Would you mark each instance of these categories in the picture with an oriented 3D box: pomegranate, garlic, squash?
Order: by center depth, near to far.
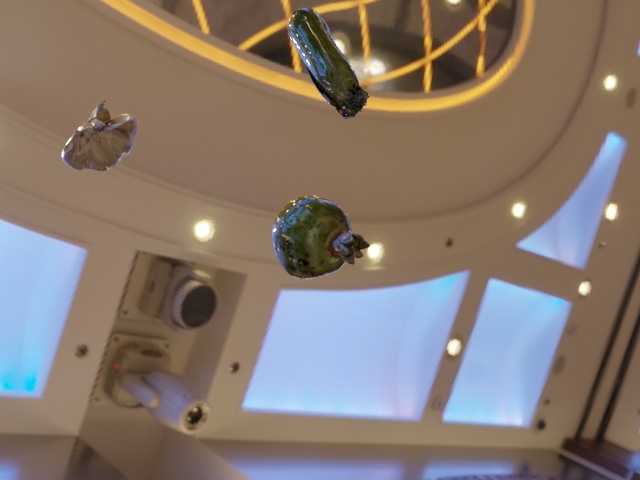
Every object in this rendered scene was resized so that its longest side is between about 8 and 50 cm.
[{"bbox_3d":[0.004,-0.220,1.065,0.052,0.183,0.052,-18,-32,-12],"label":"squash"},{"bbox_3d":[-0.296,-0.135,1.191,0.113,0.094,0.074,-41,-67,-11],"label":"garlic"},{"bbox_3d":[0.000,0.000,1.622,0.159,0.205,0.159,-11,-73,-41],"label":"pomegranate"}]
